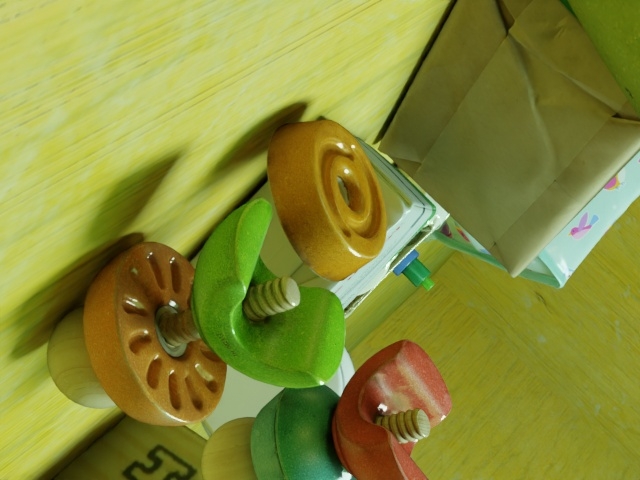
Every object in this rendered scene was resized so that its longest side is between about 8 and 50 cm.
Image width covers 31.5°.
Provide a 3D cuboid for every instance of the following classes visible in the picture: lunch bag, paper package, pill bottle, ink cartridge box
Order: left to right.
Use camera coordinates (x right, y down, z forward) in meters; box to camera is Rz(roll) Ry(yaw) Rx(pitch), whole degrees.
[{"bbox_3d":[-0.041,0.155,1.166,0.161,0.161,0.283,-45,173,-4],"label":"pill bottle"},{"bbox_3d":[0.000,0.000,0.847,0.153,0.087,0.208,-46,173,6],"label":"ink cartridge box"},{"bbox_3d":[0.229,-0.087,1.315,0.223,0.160,0.262,-45,-151,-14],"label":"lunch bag"},{"bbox_3d":[0.237,-0.171,0.915,0.325,0.168,0.309,-41,170,-24],"label":"paper package"}]

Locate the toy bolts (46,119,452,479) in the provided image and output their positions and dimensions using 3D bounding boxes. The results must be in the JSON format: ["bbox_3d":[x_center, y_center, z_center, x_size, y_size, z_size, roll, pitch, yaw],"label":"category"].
[{"bbox_3d":[-0.036,0.063,0.688,0.158,0.228,0.218,-19,-151,27],"label":"toy bolts"}]

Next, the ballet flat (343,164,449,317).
[{"bbox_3d":[0.078,-0.013,1.170,0.248,0.086,0.086,-46,172,0],"label":"ballet flat"}]

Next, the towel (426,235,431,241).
[{"bbox_3d":[0.187,-0.020,1.730,0.148,0.027,0.110,-12,173,-38],"label":"towel"}]

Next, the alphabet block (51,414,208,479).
[{"bbox_3d":[-0.141,0.302,1.040,0.193,0.197,0.192,-40,136,-31],"label":"alphabet block"}]

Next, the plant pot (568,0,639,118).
[{"bbox_3d":[0.236,-0.145,0.555,0.275,0.293,0.275,-44,172,-8],"label":"plant pot"}]

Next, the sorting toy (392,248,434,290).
[{"bbox_3d":[0.055,0.115,1.617,0.127,0.126,0.365,-38,170,-43],"label":"sorting toy"}]
